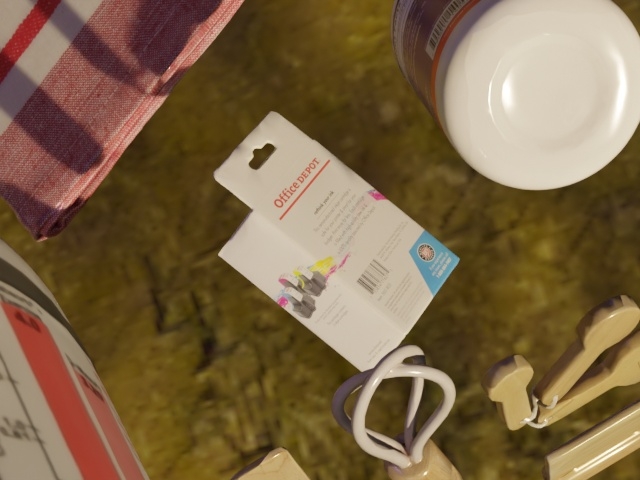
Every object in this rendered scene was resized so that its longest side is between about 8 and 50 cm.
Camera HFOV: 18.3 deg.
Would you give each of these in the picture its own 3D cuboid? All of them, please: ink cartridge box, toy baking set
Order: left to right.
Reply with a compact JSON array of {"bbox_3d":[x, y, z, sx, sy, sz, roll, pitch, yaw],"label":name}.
[{"bbox_3d":[0.000,0.000,1.469,0.181,0.061,0.104,40,43,0],"label":"ink cartridge box"},{"bbox_3d":[0.057,0.097,0.917,0.256,0.197,0.030,-16,55,-26],"label":"toy baking set"}]

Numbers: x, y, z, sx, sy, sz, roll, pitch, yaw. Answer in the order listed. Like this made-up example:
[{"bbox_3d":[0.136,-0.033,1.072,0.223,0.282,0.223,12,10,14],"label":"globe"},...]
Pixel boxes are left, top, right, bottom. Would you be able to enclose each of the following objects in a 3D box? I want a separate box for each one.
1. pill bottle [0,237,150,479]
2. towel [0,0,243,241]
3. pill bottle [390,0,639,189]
[{"bbox_3d":[-0.123,0.112,0.431,0.210,0.210,0.363,13,33,-41],"label":"pill bottle"},{"bbox_3d":[-0.194,-0.196,1.176,0.329,0.237,0.037,50,27,16],"label":"towel"},{"bbox_3d":[0.165,-0.173,1.777,0.181,0.181,0.323,49,7,-20],"label":"pill bottle"}]
